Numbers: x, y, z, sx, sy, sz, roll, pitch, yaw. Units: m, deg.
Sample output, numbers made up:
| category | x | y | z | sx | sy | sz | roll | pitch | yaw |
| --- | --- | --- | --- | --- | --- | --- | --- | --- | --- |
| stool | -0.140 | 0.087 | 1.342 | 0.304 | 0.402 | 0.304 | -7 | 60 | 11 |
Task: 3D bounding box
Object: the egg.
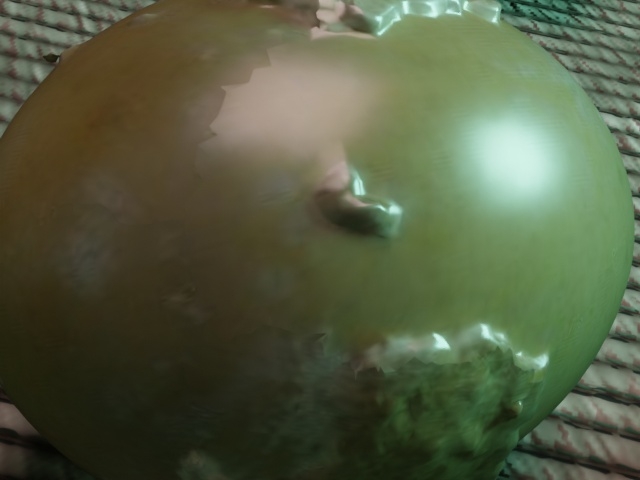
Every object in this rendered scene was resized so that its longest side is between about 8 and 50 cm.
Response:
| category | x | y | z | sx | sy | sz | roll | pitch | yaw |
| --- | --- | --- | --- | --- | --- | --- | --- | --- | --- |
| egg | 0.000 | 0.004 | 0.467 | 0.201 | 0.164 | 0.164 | -10 | 34 | -34 |
